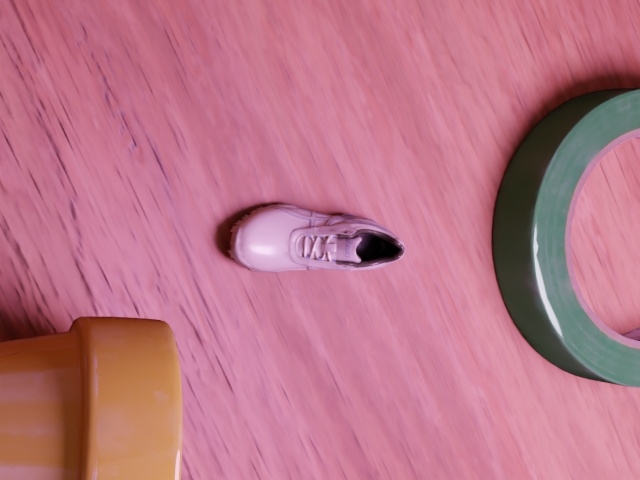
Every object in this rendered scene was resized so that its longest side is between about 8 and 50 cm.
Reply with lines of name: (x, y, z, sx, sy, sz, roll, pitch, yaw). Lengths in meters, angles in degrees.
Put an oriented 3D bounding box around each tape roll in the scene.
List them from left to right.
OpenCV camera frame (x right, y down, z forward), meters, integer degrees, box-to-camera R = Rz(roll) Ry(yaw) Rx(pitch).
tape roll: (0.337, -0.004, 1.998, 0.321, 0.077, 0.321, -2, 94, -30)

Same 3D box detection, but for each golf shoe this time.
golf shoe: (0.000, 0.000, 1.805, 0.176, 0.086, 0.069, -2, 96, -28)

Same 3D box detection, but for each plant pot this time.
plant pot: (-0.256, 0.188, 1.598, 0.239, 0.254, 0.254, 3, 91, -13)
